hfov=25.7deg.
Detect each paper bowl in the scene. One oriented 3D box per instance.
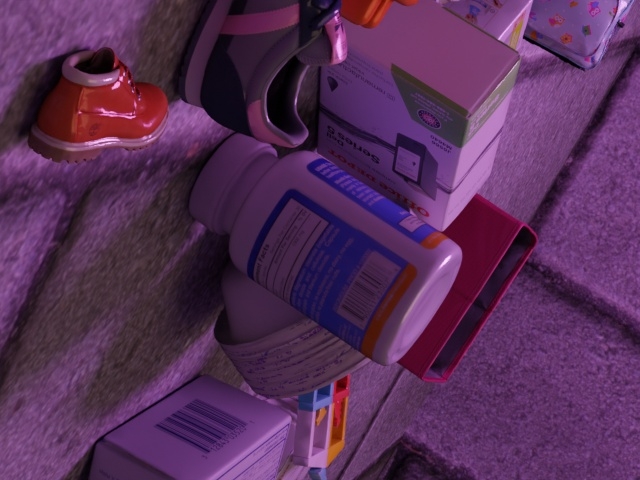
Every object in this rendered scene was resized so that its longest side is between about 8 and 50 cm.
[{"bbox_3d":[-0.005,0.046,1.685,0.284,0.148,0.284,-32,-162,12],"label":"paper bowl"}]

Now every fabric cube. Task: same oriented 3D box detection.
[{"bbox_3d":[0.125,0.026,1.994,0.259,0.258,0.254,-57,165,2],"label":"fabric cube"}]

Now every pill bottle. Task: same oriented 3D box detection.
[{"bbox_3d":[0.000,0.000,1.488,0.152,0.272,0.152,-51,164,-20],"label":"pill bottle"}]

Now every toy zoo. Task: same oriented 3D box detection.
[{"bbox_3d":[0.007,0.255,2.312,0.192,0.030,0.293,-7,103,-72],"label":"toy zoo"}]

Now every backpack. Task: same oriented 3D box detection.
[{"bbox_3d":[0.410,-0.382,2.220,0.188,0.165,0.144,-61,175,6],"label":"backpack"}]

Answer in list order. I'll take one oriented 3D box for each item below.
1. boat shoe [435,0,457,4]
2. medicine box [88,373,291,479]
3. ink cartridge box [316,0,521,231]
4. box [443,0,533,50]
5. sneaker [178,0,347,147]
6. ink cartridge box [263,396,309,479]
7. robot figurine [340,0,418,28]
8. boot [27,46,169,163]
[{"bbox_3d":[0.221,-0.369,1.771,0.302,0.094,0.109,-44,161,-42],"label":"boat shoe"},{"bbox_3d":[-0.188,0.362,1.823,0.263,0.149,0.289,-29,139,-61],"label":"medicine box"},{"bbox_3d":[0.107,-0.156,1.649,0.115,0.198,0.273,-50,164,-22],"label":"ink cartridge box"},{"bbox_3d":[0.181,-0.253,1.874,0.203,0.103,0.114,-50,164,-25],"label":"box"},{"bbox_3d":[-0.014,-0.227,1.231,0.112,0.131,0.319,-37,156,-52],"label":"sneaker"},{"bbox_3d":[-0.063,0.346,2.409,0.159,0.092,0.218,-60,167,10],"label":"ink cartridge box"},{"bbox_3d":[0.071,-0.313,1.339,0.158,0.128,0.219,21,105,-40],"label":"robot figurine"},{"bbox_3d":[-0.165,-0.117,1.133,0.158,0.059,0.085,-28,144,-60],"label":"boot"}]
